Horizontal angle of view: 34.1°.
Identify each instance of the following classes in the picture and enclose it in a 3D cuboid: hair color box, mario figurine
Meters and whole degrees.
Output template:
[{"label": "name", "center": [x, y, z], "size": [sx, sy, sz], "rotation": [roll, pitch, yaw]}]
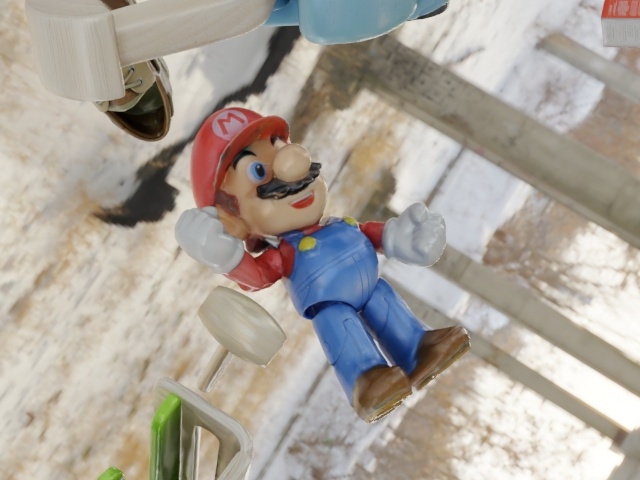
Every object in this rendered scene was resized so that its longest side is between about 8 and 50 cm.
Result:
[{"label": "hair color box", "center": [0.518, -0.341, 1.646], "size": [0.072, 0.141, 0.043], "rotation": [61, 41, -54]}, {"label": "mario figurine", "center": [0.000, 0.000, 0.950], "size": [0.170, 0.320, 0.198], "rotation": [-43, 169, 17]}]

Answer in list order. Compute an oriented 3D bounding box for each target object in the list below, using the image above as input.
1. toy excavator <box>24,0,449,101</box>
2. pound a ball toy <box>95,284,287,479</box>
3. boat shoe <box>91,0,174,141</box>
[{"label": "toy excavator", "center": [-0.046, -0.284, 1.064], "size": [0.445, 0.432, 0.222], "rotation": [-92, 179, -59]}, {"label": "pound a ball toy", "center": [-0.103, 0.212, 0.934], "size": [0.208, 0.135, 0.319], "rotation": [-51, 167, -30]}, {"label": "boat shoe", "center": [-0.261, -0.227, 1.344], "size": [0.122, 0.120, 0.324], "rotation": [-24, 159, 6]}]
